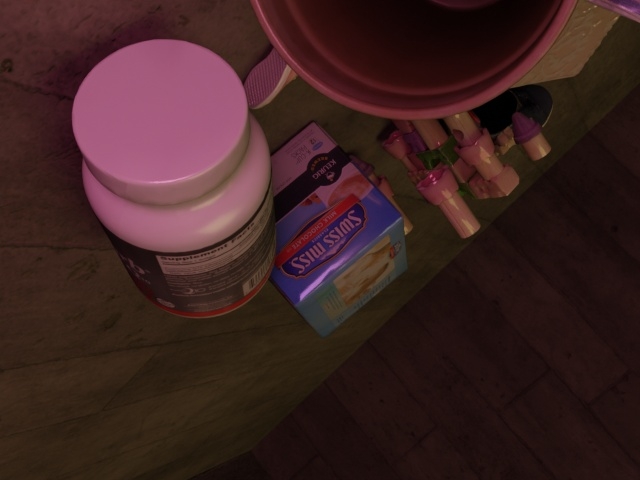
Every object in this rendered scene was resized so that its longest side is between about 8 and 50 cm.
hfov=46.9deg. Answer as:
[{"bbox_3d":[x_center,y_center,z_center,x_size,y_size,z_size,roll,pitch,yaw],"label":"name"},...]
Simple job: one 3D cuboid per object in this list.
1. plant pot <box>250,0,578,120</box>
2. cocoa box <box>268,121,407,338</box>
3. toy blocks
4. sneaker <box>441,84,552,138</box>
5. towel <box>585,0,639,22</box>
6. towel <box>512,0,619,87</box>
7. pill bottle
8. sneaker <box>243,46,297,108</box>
[{"bbox_3d":[0.123,-0.312,0.756,0.323,0.323,0.280,-52,175,33],"label":"plant pot"},{"bbox_3d":[0.000,0.000,1.316,0.231,0.228,0.347,-39,163,-4],"label":"cocoa box"},{"bbox_3d":[0.216,-0.193,1.359,0.309,0.260,0.288,-44,-164,-18],"label":"toy blocks"},{"bbox_3d":[0.422,-0.292,1.646,0.350,0.131,0.148,-30,164,-31],"label":"sneaker"},{"bbox_3d":[0.446,-0.475,1.051,0.034,0.209,0.285,-38,154,-57],"label":"towel"},{"bbox_3d":[0.434,-0.416,1.385,0.317,0.053,0.332,-14,153,-23],"label":"towel"},{"bbox_3d":[-0.160,-0.057,0.879,0.210,0.210,0.363,-35,161,-16],"label":"pill bottle"},{"bbox_3d":[-0.043,-0.225,0.974,0.134,0.051,0.070,-52,155,19],"label":"sneaker"}]
